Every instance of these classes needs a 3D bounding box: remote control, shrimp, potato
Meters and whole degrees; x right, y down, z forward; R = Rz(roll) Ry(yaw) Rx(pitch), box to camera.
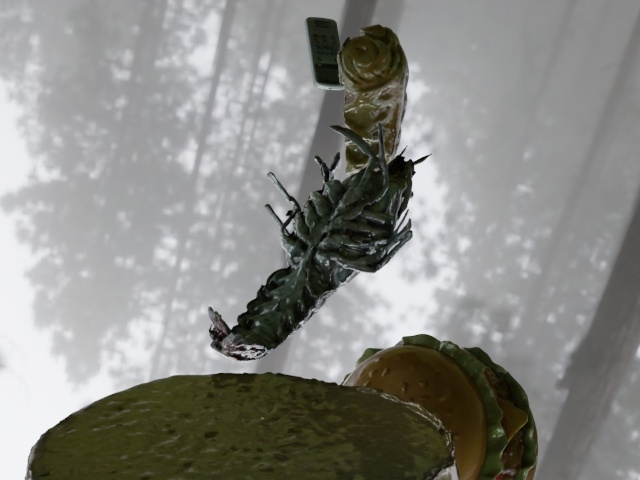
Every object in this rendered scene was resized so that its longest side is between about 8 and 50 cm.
[{"bbox_3d":[0.007,-0.275,1.937,0.053,0.018,0.124,4,-119,-20],"label":"remote control"},{"bbox_3d":[0.003,0.000,1.691,0.221,0.166,0.410,23,-112,32],"label":"shrimp"},{"bbox_3d":[-0.072,0.347,1.382,0.442,0.319,0.385,2,-161,24],"label":"potato"}]

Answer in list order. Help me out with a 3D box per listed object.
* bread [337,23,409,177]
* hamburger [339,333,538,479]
[{"bbox_3d":[0.075,-0.179,1.773,0.088,0.232,0.128,17,-130,19],"label":"bread"},{"bbox_3d":[0.131,0.257,1.701,0.274,0.274,0.212,37,-170,39],"label":"hamburger"}]
